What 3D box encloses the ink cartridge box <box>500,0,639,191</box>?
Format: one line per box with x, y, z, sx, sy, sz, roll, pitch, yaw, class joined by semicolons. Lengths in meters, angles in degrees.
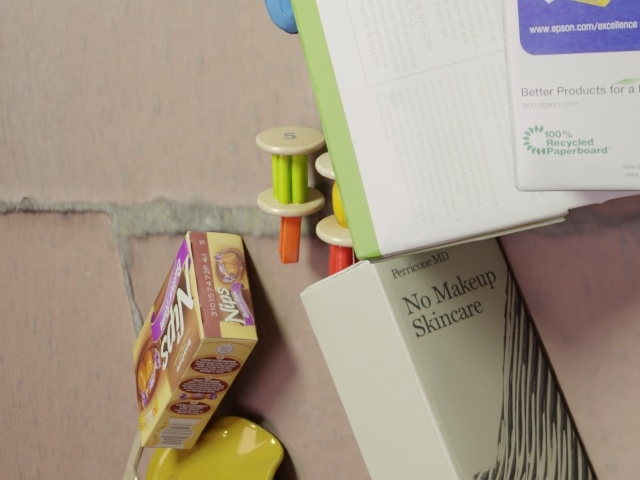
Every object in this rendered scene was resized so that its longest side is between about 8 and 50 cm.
0.163;-0.187;0.591;0.165;0.065;0.333;2;111;22;ink cartridge box

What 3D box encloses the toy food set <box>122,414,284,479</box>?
-0.096;0.228;1.186;0.218;0.071;0.128;-5;69;48;toy food set

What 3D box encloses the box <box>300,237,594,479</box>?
0.097;0.135;0.848;0.094;0.113;0.275;-27;84;54;box

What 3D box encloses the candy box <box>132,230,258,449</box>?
-0.113;0.090;1.124;0.187;0.053;0.109;120;147;-47;candy box

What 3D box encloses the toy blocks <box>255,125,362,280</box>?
0.000;0.000;0.966;0.123;0.054;0.148;25;124;44;toy blocks

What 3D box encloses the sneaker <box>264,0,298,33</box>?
-0.028;-0.236;0.880;0.069;0.082;0.209;38;134;35;sneaker

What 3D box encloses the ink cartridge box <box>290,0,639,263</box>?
0.128;-0.108;0.732;0.255;0.097;0.189;-13;95;20;ink cartridge box
